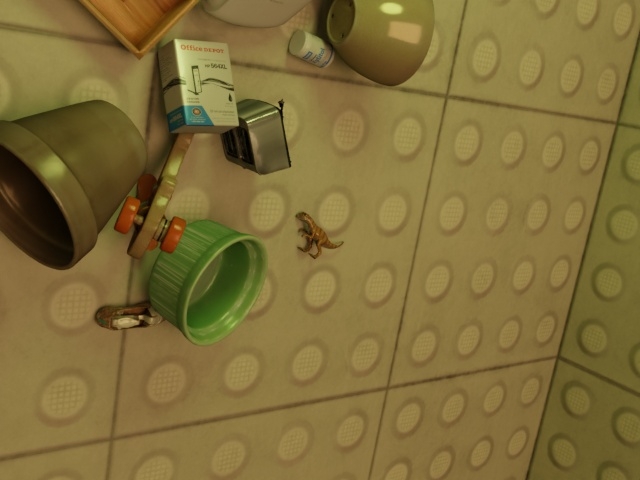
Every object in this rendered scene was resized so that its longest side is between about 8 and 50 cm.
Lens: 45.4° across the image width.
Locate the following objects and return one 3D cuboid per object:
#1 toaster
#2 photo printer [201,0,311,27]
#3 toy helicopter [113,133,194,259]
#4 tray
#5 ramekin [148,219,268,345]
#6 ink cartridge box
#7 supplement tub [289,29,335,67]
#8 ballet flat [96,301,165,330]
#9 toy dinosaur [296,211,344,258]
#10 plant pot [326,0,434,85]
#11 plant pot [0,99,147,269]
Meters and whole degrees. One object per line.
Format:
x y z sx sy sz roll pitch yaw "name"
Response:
-0.164 -0.264 1.905 0.110 0.168 0.186 -26 121 -29 "toaster"
-0.110 -0.600 1.749 0.256 0.307 0.107 -8 73 -53 "photo printer"
-0.371 -0.117 1.798 0.140 0.235 0.355 24 66 -14 "toy helicopter"
-0.456 -0.595 1.583 0.203 0.076 0.411 -44 129 2 "tray"
-0.283 0.096 1.903 0.303 0.148 0.303 -42 147 -35 "ramekin"
-0.284 -0.357 1.780 0.148 0.086 0.203 -7 87 -39 "ink cartridge box"
-0.021 -0.500 1.999 0.107 0.071 0.071 13 98 -41 "supplement tub"
-0.454 0.195 1.909 0.206 0.067 0.073 -6 110 -38 "ballet flat"
0.000 0.000 2.209 0.112 0.064 0.211 -55 131 -11 "toy dinosaur"
0.128 -0.555 1.968 0.190 0.284 0.284 3 104 -34 "plant pot"
-0.526 -0.149 1.596 0.280 0.323 0.323 -47 132 -37 "plant pot"
